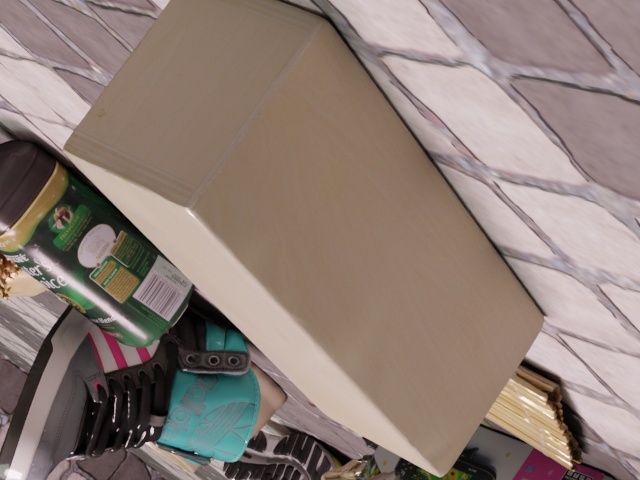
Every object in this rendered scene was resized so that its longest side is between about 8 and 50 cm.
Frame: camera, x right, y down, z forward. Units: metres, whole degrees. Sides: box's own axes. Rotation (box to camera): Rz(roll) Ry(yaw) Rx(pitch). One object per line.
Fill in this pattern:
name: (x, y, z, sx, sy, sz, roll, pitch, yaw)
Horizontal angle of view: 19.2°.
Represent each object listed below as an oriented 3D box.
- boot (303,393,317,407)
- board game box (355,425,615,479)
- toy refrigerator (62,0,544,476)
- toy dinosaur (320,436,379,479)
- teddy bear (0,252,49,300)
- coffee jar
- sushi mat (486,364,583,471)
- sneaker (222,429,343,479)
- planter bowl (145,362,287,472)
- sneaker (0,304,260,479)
boot: (-0.013, 0.082, 1.394, 0.087, 0.042, 0.118, 45, 164, -15)
board game box: (0.069, 0.278, 1.287, 0.097, 0.303, 0.224, 42, 165, -30)
toy refrigerator: (0.000, 0.000, 0.893, 0.094, 0.102, 0.269, 25, 165, 39)
toy dinosaur: (0.094, 0.214, 1.563, 0.268, 0.064, 0.118, 22, 169, 39)
teddy bear: (-0.376, -0.045, 1.751, 0.338, 0.113, 0.245, 25, 173, 8)
coffee jar: (-0.188, 0.001, 1.437, 0.184, 0.079, 0.096, 40, 166, -23)
sushi mat: (0.024, 0.045, 1.191, 0.316, 0.019, 0.151, 29, 165, 22)
sneaker: (-0.014, 0.243, 1.936, 0.094, 0.081, 0.208, 29, 176, -29)
planter bowl: (-0.128, 0.146, 1.760, 0.162, 0.109, 0.162, 33, 168, 8)
sneaker: (-0.143, 0.135, 1.538, 0.178, 0.124, 0.295, 24, -151, 1)
